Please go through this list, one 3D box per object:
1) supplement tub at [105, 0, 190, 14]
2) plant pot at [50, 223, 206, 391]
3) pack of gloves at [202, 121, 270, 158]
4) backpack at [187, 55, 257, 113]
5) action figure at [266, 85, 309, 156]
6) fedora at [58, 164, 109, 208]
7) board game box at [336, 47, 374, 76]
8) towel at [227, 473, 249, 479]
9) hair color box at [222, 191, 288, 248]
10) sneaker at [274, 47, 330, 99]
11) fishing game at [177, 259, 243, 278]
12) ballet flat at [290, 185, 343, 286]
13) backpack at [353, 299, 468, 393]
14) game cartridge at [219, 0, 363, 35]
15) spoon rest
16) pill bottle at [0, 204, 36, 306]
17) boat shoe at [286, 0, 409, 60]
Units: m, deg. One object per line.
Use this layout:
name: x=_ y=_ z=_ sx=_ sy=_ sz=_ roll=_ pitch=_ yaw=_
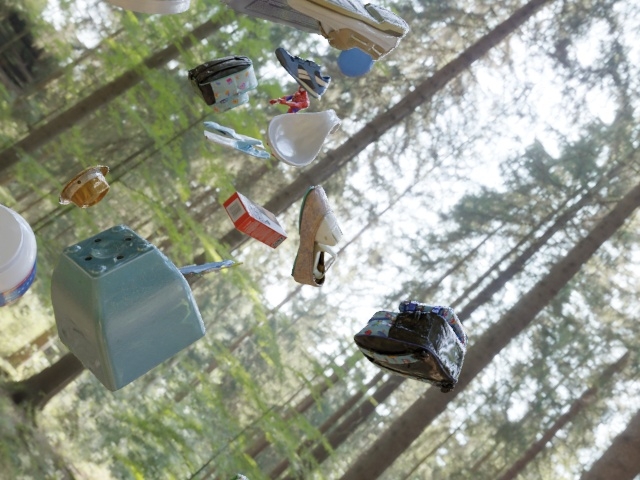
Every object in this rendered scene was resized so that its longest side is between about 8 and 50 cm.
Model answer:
supplement tub: x=-0.357 y=-0.663 z=1.245 sx=0.235 sy=0.236 sz=0.324 roll=41 pitch=-47 yaw=32
plant pot: x=-0.431 y=0.116 z=1.308 sx=0.248 sy=0.247 sz=0.252 roll=28 pitch=-46 yaw=35
pack of gloves: x=-0.275 y=-0.348 z=2.008 sx=0.232 sy=0.046 sz=0.195 roll=17 pitch=24 yaw=-26
backpack: x=-0.289 y=-0.487 z=1.854 sx=0.166 sy=0.188 sz=0.144 roll=44 pitch=-18 yaw=50
action figure: x=-0.132 y=-0.414 z=2.013 sx=0.280 sy=0.139 sz=0.091 roll=-56 pitch=-136 yaw=34
fedora: x=-0.762 y=-0.164 z=1.986 sx=0.079 sy=0.194 sz=0.194 roll=49 pitch=-15 yaw=1
board game box: x=0.108 y=-0.527 z=1.635 sx=0.133 sy=0.168 sz=0.033 roll=5 pitch=37 yaw=-46
towel: x=-0.176 y=0.708 z=1.381 sx=0.324 sy=0.248 sz=0.038 roll=57 pitch=15 yaw=-4
hair color box: x=-0.163 y=-0.049 z=1.523 sx=0.167 sy=0.053 sz=0.093 roll=33 pitch=19 yaw=-55
sneaker: x=-0.037 y=-0.362 z=1.270 sx=0.144 sy=0.059 sz=0.053 roll=37 pitch=12 yaw=-35
fishing game: x=-0.353 y=0.091 z=1.826 sx=0.264 sy=0.189 sz=0.041 roll=-5 pitch=-84 yaw=41
ballet flat: x=0.000 y=0.000 z=1.527 sx=0.106 sy=0.107 sz=0.315 roll=27 pitch=-43 yaw=17
backpack: x=0.155 y=0.179 z=1.073 sx=0.173 sy=0.116 sz=0.158 roll=3 pitch=-34 yaw=39
game cartridge: x=-0.058 y=-0.538 z=1.366 sx=0.196 sy=0.295 sz=0.060 roll=15 pitch=-82 yaw=58
spoon rest: x=-0.032 y=-0.268 z=1.489 sx=0.084 sy=0.276 sz=0.137 roll=-33 pitch=-86 yaw=41
pill bottle: x=-0.454 y=0.020 z=0.821 sx=0.124 sy=0.124 sz=0.221 roll=52 pitch=-27 yaw=-6
boat shoe: x=0.050 y=-0.455 z=1.272 sx=0.103 sy=0.303 sz=0.113 roll=-54 pitch=-136 yaw=34
